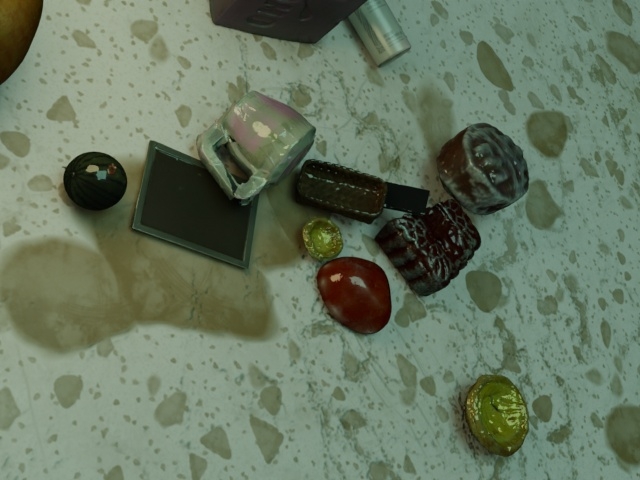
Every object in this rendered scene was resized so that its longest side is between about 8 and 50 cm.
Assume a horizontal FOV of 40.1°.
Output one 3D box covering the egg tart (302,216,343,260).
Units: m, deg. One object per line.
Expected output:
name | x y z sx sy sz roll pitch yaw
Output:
egg tart | 0.000 0.000 1.842 0.105 0.039 0.105 15 63 -31

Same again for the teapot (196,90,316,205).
teapot | -0.136 -0.191 1.775 0.178 0.163 0.222 41 91 4

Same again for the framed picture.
framed picture | -0.238 -0.067 1.713 0.252 0.014 0.197 22 59 -28

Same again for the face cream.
face cream | 0.094 -0.591 2.122 0.102 0.102 0.346 -33 93 -40

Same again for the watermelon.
watermelon | -0.405 -0.108 1.542 0.133 0.105 0.105 21 57 -53

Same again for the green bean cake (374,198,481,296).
green bean cake | 0.254 -0.004 1.992 0.232 0.097 0.199 -38 95 -39

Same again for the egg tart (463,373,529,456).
egg tart | 0.381 0.387 1.934 0.191 0.074 0.191 15 63 -32

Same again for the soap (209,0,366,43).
soap | -0.050 -0.548 1.875 0.285 0.296 0.107 2 72 -34

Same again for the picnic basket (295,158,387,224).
picnic basket | 0.043 -0.103 1.875 0.193 0.055 0.110 16 59 -3

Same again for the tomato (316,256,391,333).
tomato | 0.083 0.106 1.831 0.174 0.082 0.167 8 67 -36

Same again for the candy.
candy | 0.393 -0.171 2.119 0.289 0.157 0.214 -22 81 -55

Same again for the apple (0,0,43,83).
apple | -0.625 -0.410 1.368 0.400 0.333 0.401 16 61 -31

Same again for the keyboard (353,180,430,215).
keyboard | 0.139 -0.100 1.934 0.196 0.015 0.074 12 53 9
